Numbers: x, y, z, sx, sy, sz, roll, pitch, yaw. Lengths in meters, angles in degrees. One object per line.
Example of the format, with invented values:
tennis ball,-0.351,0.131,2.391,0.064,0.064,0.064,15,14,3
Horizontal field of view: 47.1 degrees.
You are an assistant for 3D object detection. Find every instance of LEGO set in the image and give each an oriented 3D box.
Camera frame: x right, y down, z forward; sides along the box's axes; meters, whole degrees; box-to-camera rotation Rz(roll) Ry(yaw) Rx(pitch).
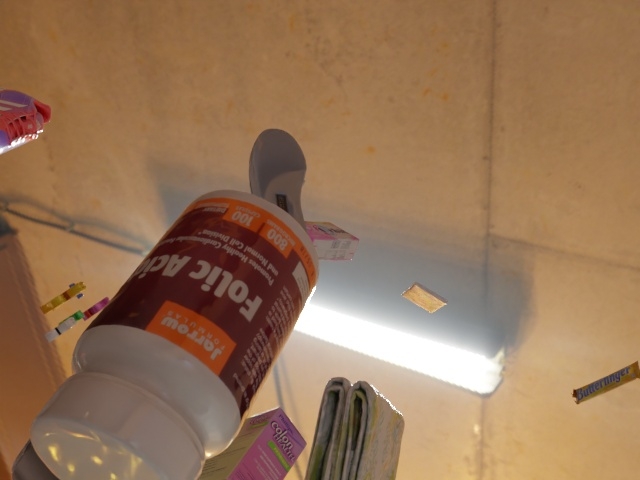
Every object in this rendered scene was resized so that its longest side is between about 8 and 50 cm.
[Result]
LEGO set,-0.539,0.137,1.628,0.093,0.227,0.087,-34,-85,9

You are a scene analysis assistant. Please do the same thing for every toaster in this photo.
toaster,-0.465,0.411,1.371,0.146,0.227,0.129,34,-2,29

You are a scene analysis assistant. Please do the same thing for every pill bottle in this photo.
pill bottle,-0.169,0.131,0.934,0.224,0.392,0.224,14,-46,15

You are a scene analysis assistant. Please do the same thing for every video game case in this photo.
video game case,0.245,0.136,1.738,0.087,0.011,0.122,31,-18,1

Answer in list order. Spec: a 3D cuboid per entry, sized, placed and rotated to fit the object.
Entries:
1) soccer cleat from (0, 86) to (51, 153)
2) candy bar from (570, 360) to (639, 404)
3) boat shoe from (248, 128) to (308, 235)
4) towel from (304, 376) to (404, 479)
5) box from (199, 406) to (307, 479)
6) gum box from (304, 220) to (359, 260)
soccer cleat,-0.582,-0.218,1.375,0.318,0.116,0.108,-119,-141,-65
candy bar,0.608,0.305,1.564,0.018,0.040,0.161,34,-53,-31
boat shoe,-0.102,-0.066,1.619,0.156,0.136,0.367,128,-41,-51
towel,0.051,0.394,1.114,0.090,0.320,0.374,9,-19,18
box,-0.187,0.525,1.688,0.214,0.243,0.117,-27,-77,37
gum box,0.000,0.000,1.841,0.107,0.188,0.062,33,-70,37
